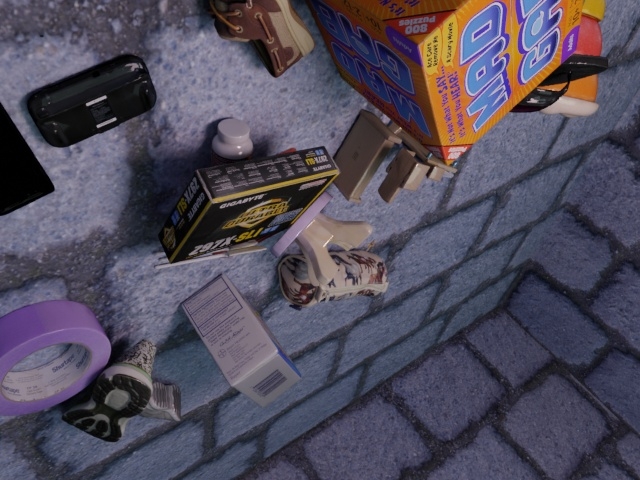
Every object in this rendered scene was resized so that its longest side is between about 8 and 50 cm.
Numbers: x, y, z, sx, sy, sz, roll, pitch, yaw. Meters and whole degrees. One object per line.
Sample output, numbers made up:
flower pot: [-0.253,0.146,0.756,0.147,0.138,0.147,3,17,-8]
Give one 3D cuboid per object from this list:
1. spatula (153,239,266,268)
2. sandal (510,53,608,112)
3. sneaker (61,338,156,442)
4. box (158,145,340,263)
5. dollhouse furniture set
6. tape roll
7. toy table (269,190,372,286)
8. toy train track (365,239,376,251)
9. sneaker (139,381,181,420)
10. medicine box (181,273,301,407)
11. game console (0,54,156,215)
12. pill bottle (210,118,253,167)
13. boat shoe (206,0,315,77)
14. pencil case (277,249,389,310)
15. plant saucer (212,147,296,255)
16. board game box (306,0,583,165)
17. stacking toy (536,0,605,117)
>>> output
spatula: [-0.256,0.027,1.231,0.241,0.168,0.019,-11,106,-16]
sandal: [0.442,-0.355,1.301,0.445,0.107,0.167,-5,-179,18]
sneaker: [-0.526,0.390,1.414,0.410,0.158,0.182,-39,-159,35]
box: [-0.151,-0.075,1.136,0.321,0.079,0.257,-19,165,-41]
dollhouse furniture set: [0.222,-0.170,1.437,0.303,0.286,0.198,8,125,-40]
tape roll: [-0.614,0.260,1.194,0.274,0.090,0.275,-30,147,-21]
toy table: [0.000,0.000,1.414,0.252,0.161,0.274,-46,-176,47]
toy train track: [0.172,0.033,1.922,0.048,0.014,0.083,7,125,-53]
sneaker: [-0.505,0.492,1.656,0.115,0.105,0.281,-10,150,3]
medicine box: [-0.213,0.281,1.500,0.149,0.289,0.264,-36,150,-7]
game console: [-0.435,-0.181,0.881,0.361,0.044,0.213,-31,150,-19]
pill bottle: [-0.187,-0.174,1.141,0.086,0.086,0.152,-23,146,-31]
boat shoe: [-0.126,-0.386,0.910,0.123,0.123,0.342,-46,157,6]
pencil case: [0.055,0.121,1.727,0.410,0.183,0.160,-1,131,-51]
plant saucer: [-0.156,-0.078,1.347,0.259,0.048,0.259,-28,147,-23]
board game box: [0.224,-0.442,1.009,0.356,0.356,0.356,-42,150,-1]
stacking toy: [0.632,-0.594,1.455,0.350,0.350,0.481,-8,117,-45]
